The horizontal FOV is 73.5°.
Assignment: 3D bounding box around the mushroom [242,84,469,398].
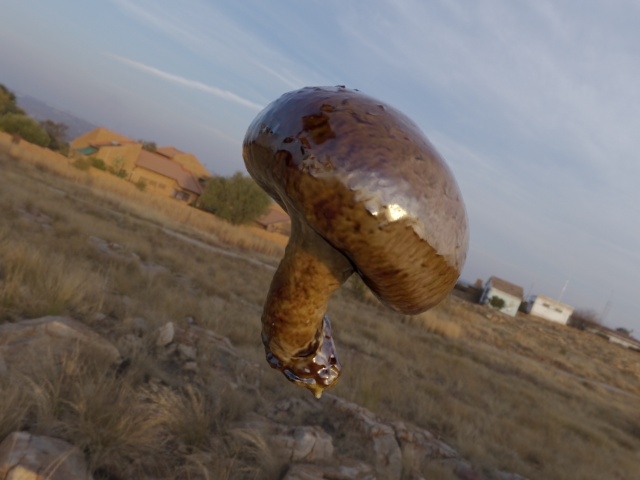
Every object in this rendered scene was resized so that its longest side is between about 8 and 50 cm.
[{"bbox_3d":[-0.002,-0.018,0.580,0.334,0.356,0.330,45,19,-52],"label":"mushroom"}]
